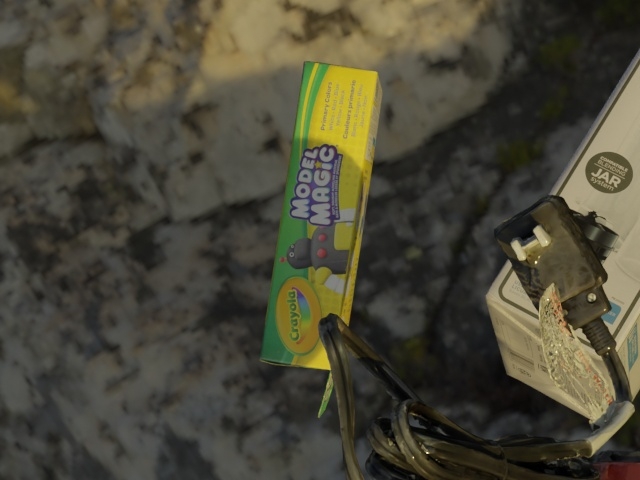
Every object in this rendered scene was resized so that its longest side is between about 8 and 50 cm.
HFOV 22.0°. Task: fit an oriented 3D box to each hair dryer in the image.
[{"bbox_3d":[0.087,0.141,0.675,0.080,0.293,0.224,-21,7,39],"label":"hair dryer"}]

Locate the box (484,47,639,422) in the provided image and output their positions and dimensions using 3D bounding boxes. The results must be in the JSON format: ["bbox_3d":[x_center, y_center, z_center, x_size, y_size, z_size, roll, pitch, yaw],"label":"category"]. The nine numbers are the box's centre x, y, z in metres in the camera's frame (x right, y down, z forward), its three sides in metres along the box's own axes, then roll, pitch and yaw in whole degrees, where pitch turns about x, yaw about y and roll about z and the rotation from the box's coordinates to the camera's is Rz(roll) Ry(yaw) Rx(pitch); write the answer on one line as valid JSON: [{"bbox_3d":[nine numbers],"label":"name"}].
[{"bbox_3d":[0.224,-0.035,1.081,0.087,0.169,0.290,28,75,20],"label":"box"}]

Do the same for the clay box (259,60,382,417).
[{"bbox_3d":[0.000,0.000,1.089,0.053,0.127,0.222,10,90,4],"label":"clay box"}]
